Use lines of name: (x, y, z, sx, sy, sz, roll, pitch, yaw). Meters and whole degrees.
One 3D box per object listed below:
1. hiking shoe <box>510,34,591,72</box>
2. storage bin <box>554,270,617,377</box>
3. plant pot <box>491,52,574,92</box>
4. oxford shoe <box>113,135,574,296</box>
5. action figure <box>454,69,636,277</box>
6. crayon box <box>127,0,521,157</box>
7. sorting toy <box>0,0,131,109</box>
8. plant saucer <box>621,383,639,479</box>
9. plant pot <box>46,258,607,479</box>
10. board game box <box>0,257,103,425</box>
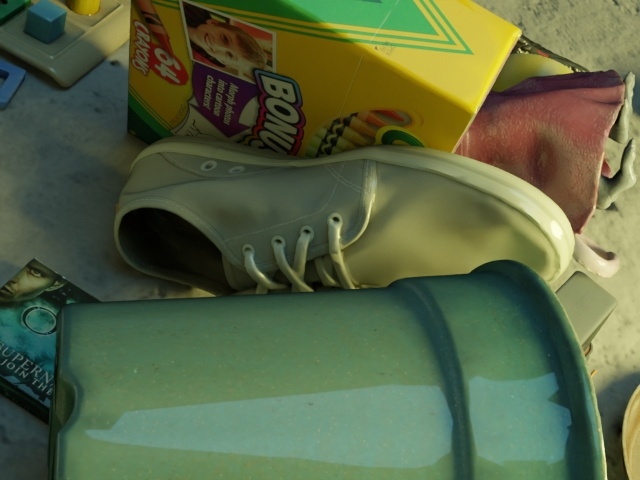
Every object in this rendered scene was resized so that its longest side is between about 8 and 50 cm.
hiking shoe: (0.289, -0.222, 1.502, 0.227, 0.086, 0.114, 33, 19, -17)
storage bin: (0.249, 0.100, 1.177, 0.098, 0.091, 0.135, 41, 45, 14)
plant pot: (0.253, -0.150, 1.405, 0.134, 0.134, 0.095, 27, 65, -1)
oxford shoe: (0.000, 0.000, 1.011, 0.449, 0.169, 0.130, 7, 49, 28)
action figure: (0.159, -0.121, 1.277, 0.370, 0.275, 0.248, 5, 7, 10)
crayon box: (-0.022, -0.141, 1.067, 0.313, 0.363, 0.106, 32, 65, 4)
sorting toy: (-0.315, -0.273, 1.281, 0.196, 0.047, 0.347, 32, 43, 4)
plant saucer: (0.430, 0.263, 1.143, 0.311, 0.050, 0.310, 14, 44, -14)
plant pot: (-0.026, 0.176, 0.820, 0.334, 0.341, 0.341, 3, 48, -13)
board game box: (-0.212, 0.104, 0.989, 0.186, 0.026, 0.126, 32, 44, 5)
